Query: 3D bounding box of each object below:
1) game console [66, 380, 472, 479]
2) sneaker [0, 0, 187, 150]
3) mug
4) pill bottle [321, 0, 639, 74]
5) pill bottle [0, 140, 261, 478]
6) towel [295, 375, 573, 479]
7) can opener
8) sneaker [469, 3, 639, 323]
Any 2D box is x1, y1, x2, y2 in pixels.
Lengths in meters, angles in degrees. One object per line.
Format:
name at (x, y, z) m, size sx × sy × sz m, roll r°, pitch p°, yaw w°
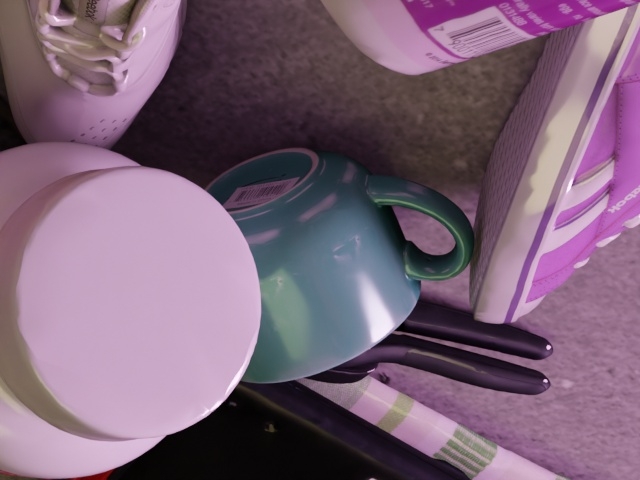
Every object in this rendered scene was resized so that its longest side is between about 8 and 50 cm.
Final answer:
game console at (-0.004, 0.251, 1.253) m, size 0.386 × 0.060 × 0.342 m, roll 30°, pitch 127°, yaw -17°
sneaker at (-0.115, -0.138, 0.879) m, size 0.111 × 0.129 × 0.297 m, roll 15°, pitch 137°, yaw -7°
mug at (-0.007, 0.000, 1.002) m, size 0.158 × 0.129 × 0.097 m, roll -29°, pitch 115°, yaw -13°
pill bottle at (0.141, -0.192, 0.746) m, size 0.301 × 0.169 × 0.169 m, roll -17°, pitch 129°, yaw 25°
pill bottle at (-0.163, 0.040, 0.946) m, size 0.176 × 0.176 × 0.318 m, roll 36°, pitch 159°, yaw -23°
towel at (0.068, 0.209, 1.254) m, size 0.325 × 0.038 × 0.248 m, roll 28°, pitch 132°, yaw -15°
can opener at (0.059, 0.061, 1.098) m, size 0.186 × 0.059 × 0.073 m, roll 7°, pitch 160°, yaw -7°
sneaker at (0.183, -0.042, 0.938) m, size 0.161 × 0.102 × 0.282 m, roll 14°, pitch 135°, yaw -7°
